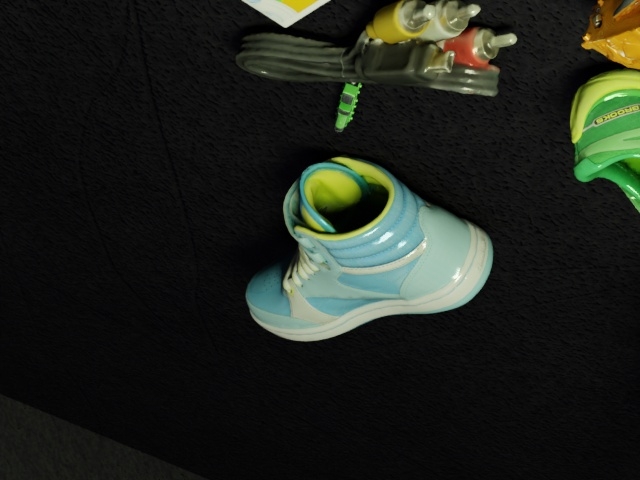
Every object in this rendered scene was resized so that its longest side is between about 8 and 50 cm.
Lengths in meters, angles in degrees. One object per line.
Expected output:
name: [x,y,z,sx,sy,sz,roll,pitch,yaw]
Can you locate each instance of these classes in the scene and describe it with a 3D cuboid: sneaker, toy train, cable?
sneaker: [0.337,-0.036,1.466,0.295,0.123,0.109,23,156,-9]
toy train: [0.024,-0.127,1.630,0.017,0.023,0.083,19,156,1]
cable: [0.051,-0.171,1.516,0.139,0.072,0.287,16,175,-38]
sneaker: [0.000,0.000,1.803,0.319,0.127,0.208,-16,141,39]

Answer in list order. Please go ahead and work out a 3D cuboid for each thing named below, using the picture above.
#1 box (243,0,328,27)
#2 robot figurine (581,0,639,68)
box: [-0.004,-0.256,1.279,0.114,0.103,0.203,30,154,-22]
robot figurine: [0.339,-0.163,1.244,0.211,0.085,0.291,32,154,-27]
